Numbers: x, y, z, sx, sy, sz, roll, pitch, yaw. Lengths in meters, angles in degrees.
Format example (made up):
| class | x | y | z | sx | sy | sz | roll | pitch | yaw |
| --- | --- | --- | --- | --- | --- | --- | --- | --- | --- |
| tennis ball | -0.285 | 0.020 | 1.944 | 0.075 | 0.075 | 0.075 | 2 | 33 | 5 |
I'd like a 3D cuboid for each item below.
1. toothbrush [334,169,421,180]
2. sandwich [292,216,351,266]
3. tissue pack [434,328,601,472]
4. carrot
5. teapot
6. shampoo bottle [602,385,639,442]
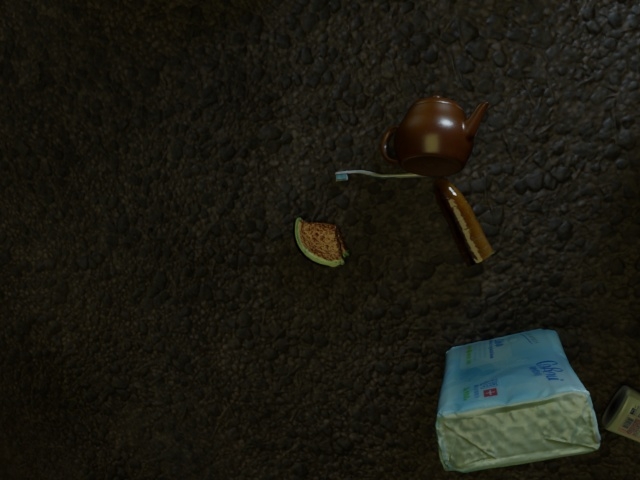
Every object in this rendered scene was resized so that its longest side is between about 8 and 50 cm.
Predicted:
| class | x | y | z | sx | sy | sz | roll | pitch | yaw |
| --- | --- | --- | --- | --- | --- | --- | --- | --- | --- |
| toothbrush | 0.101 | -0.102 | 0.847 | 0.162 | 0.014 | 0.017 | -1 | 86 | 16 |
| sandwich | 0.002 | 0.004 | 0.891 | 0.101 | 0.026 | 0.069 | 13 | 100 | 10 |
| tissue pack | 0.247 | 0.196 | 0.735 | 0.177 | 0.263 | 0.089 | -16 | 93 | 17 |
| carrot | 0.208 | -0.032 | 0.815 | 0.048 | 0.048 | 0.139 | -26 | 92 | 19 |
| teapot | 0.156 | -0.154 | 0.780 | 0.173 | 0.116 | 0.116 | -5 | 101 | 44 |
| shampoo bottle | 0.474 | 0.262 | 0.802 | 0.099 | 0.043 | 0.072 | 24 | 107 | 9 |
